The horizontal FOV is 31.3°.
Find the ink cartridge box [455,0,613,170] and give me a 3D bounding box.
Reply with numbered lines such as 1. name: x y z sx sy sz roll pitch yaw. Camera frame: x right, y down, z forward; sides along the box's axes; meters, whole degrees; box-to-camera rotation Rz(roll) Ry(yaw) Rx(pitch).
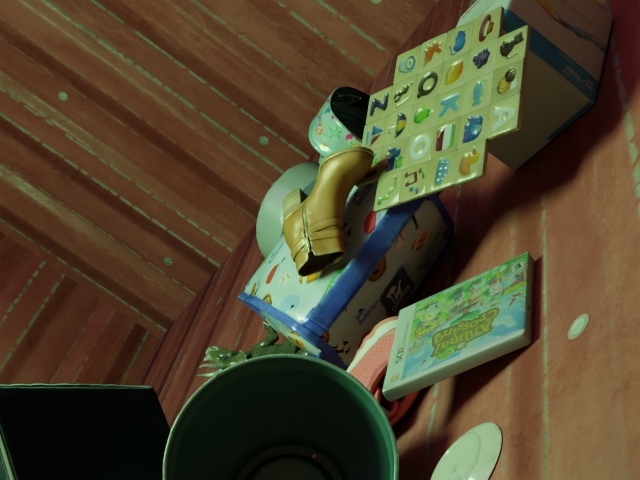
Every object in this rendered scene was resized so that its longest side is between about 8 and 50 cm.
1. ink cartridge box: 0.333 -0.302 1.883 0.198 0.197 0.270 -43 16 44

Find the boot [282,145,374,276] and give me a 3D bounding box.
1. boot: 0.022 -0.043 1.783 0.197 0.073 0.152 -40 43 31

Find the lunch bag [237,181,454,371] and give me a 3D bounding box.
1. lunch bag: 0.050 0.046 1.948 0.328 0.239 0.385 -54 5 -8

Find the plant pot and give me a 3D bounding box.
1. plant pot: -0.047 0.320 1.494 0.293 0.293 0.196 -59 -15 -23

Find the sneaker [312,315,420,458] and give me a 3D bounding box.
1. sneaker: 0.051 0.247 1.637 0.314 0.116 0.136 -54 12 2

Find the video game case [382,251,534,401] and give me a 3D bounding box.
1. video game case: 0.186 0.113 1.521 0.212 0.023 0.193 -26 22 25

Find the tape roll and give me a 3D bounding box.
1. tape roll: -0.021 -0.038 2.207 0.072 0.219 0.219 27 79 39

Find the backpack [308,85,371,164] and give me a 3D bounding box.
1. backpack: 0.096 -0.211 2.496 0.191 0.253 0.225 -48 13 32

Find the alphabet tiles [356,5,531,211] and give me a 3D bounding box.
1. alphabet tiles: 0.180 -0.197 1.739 0.342 0.011 0.285 -18 54 48

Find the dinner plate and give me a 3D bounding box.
1. dinner plate: 0.162 0.271 1.340 0.141 0.017 0.141 -52 12 16

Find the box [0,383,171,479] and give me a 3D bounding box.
1. box: -0.377 0.522 1.557 0.472 0.297 0.480 -47 55 30

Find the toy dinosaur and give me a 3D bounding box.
1. toy dinosaur: -0.074 0.237 2.267 0.313 0.121 0.160 -4 37 34
